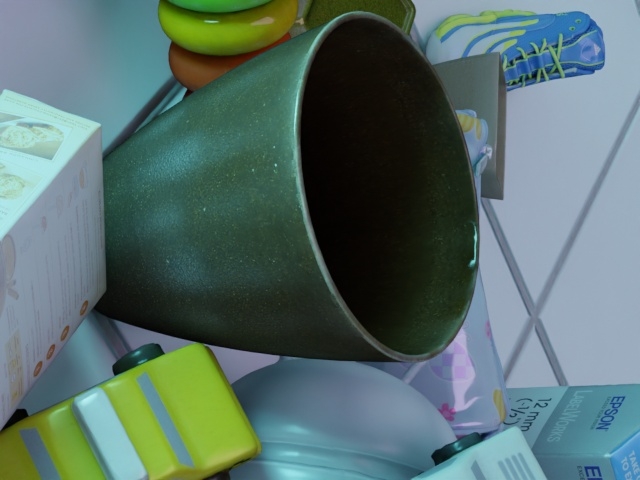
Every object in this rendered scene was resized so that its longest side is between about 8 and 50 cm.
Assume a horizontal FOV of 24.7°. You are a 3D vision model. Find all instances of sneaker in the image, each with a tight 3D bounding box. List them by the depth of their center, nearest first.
[{"bbox_3d":[0.200,-0.189,1.424,0.240,0.126,0.091,-29,109,-53],"label":"sneaker"}]

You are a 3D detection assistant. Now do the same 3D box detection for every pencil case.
[{"bbox_3d":[0.082,0.028,1.175,0.124,0.113,0.273,-1,83,-16],"label":"pencil case"}]

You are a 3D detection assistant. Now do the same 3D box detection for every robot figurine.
[{"bbox_3d":[-0.007,0.234,1.011,0.299,0.199,0.354,20,68,-26],"label":"robot figurine"}]

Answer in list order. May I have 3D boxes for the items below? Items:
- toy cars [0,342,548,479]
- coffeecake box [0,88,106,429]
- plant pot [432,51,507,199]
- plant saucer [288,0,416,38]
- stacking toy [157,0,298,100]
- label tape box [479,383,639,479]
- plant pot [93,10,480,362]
[{"bbox_3d":[-0.027,0.154,0.878,0.087,0.393,0.177,121,-17,-68],"label":"toy cars"},{"bbox_3d":[-0.195,0.030,0.827,0.142,0.068,0.185,97,18,-45],"label":"coffeecake box"},{"bbox_3d":[0.113,-0.099,1.299,0.109,0.096,0.109,46,45,-74],"label":"plant pot"},{"bbox_3d":[0.018,-0.187,1.233,0.188,0.045,0.188,49,49,-41],"label":"plant saucer"},{"bbox_3d":[-0.069,-0.180,0.994,0.141,0.141,0.330,-49,147,-46],"label":"stacking toy"},{"bbox_3d":[0.229,0.253,1.220,0.115,0.347,0.249,-43,120,-48],"label":"label tape box"},{"bbox_3d":[-0.049,-0.016,0.948,0.215,0.230,0.215,22,64,-53],"label":"plant pot"}]
